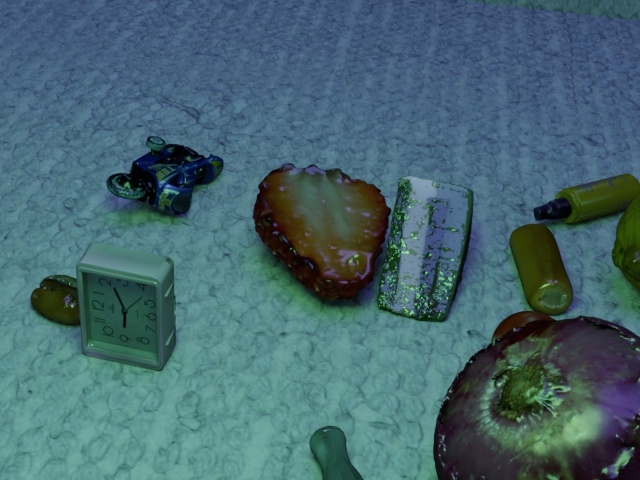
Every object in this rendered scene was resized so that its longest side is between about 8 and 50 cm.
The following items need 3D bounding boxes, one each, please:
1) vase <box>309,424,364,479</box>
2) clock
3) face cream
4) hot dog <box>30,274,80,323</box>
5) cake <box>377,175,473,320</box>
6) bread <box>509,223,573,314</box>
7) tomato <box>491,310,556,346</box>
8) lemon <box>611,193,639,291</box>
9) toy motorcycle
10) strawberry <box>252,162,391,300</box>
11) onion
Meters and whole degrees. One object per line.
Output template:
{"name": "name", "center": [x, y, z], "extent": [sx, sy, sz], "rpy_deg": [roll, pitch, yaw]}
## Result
{"name": "vase", "center": [0.032, 0.354, 1.450], "extent": [0.086, 0.086, 0.214], "rpy_deg": [-3, 29, -13]}
{"name": "clock", "center": [-0.316, 0.110, 1.661], "extent": [0.150, 0.197, 0.063], "rpy_deg": [11, 35, 8]}
{"name": "face cream", "center": [0.572, -0.083, 2.198], "extent": [0.273, 0.078, 0.078], "rpy_deg": [-14, 37, -27]}
{"name": "hot dog", "center": [-0.443, 0.104, 1.779], "extent": [0.140, 0.060, 0.090], "rpy_deg": [28, 43, 25]}
{"name": "cake", "center": [0.199, 0.005, 1.928], "extent": [0.157, 0.172, 0.284], "rpy_deg": [10, 35, 10]}
{"name": "bread", "center": [0.432, 0.049, 1.979], "extent": [0.092, 0.074, 0.239], "rpy_deg": [7, 33, -6]}
{"name": "tomato", "center": [0.378, 0.179, 1.761], "extent": [0.174, 0.082, 0.166], "rpy_deg": [31, 42, 31]}
{"name": "lemon", "center": [0.701, 0.000, 1.942], "extent": [0.319, 0.245, 0.245], "rpy_deg": [-17, 39, -23]}
{"name": "toy motorcycle", "center": [-0.310, -0.131, 2.122], "extent": [0.168, 0.113, 0.315], "rpy_deg": [26, 29, 11]}
{"name": "strawberry", "center": [0.000, 0.000, 1.943], "extent": [0.265, 0.149, 0.336], "rpy_deg": [0, 43, -16]}
{"name": "onion", "center": [0.334, 0.296, 1.410], "extent": [0.358, 0.345, 0.358], "rpy_deg": [-11, 26, 5]}
